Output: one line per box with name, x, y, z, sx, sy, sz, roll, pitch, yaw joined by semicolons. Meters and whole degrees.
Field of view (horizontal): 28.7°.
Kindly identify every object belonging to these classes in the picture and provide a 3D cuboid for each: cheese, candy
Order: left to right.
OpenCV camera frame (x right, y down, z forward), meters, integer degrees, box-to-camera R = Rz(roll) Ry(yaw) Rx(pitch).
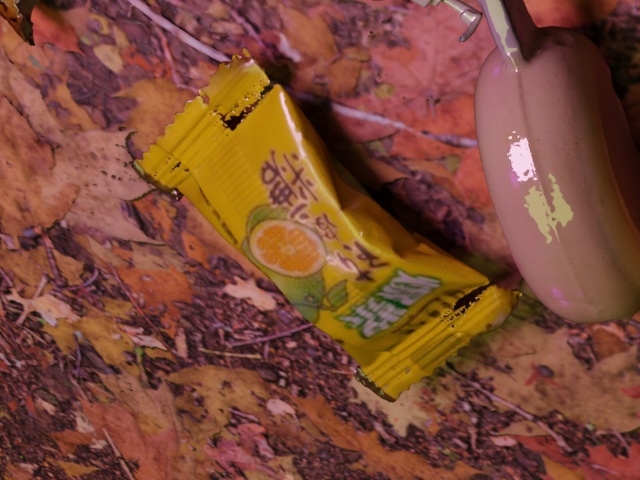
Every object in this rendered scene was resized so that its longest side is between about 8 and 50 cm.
candy;0.000;0.000;0.971;0.297;0.081;0.187;39;136;-11
cheese;0.138;-0.084;0.766;0.082;0.163;0.286;-14;116;23

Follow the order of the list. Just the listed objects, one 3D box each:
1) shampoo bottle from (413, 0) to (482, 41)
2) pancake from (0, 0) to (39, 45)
shampoo bottle;0.018;-0.190;0.792;0.195;0.056;0.056;31;139;-2
pancake;-0.251;-0.297;0.843;0.197;0.054;0.376;3;133;26
